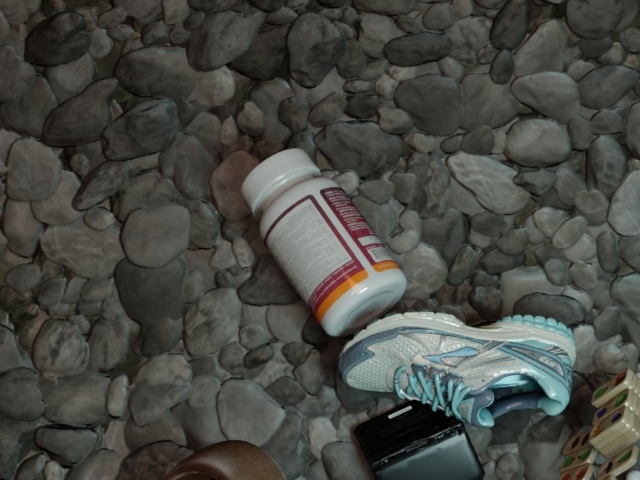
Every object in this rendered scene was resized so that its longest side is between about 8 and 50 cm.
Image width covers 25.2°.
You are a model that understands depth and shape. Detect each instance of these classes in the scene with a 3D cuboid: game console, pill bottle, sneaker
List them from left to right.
[{"bbox_3d":[0.000,0.000,1.766,0.121,0.121,0.221,-33,68,-6],"label":"pill bottle"},{"bbox_3d":[0.117,0.253,1.713,0.122,0.071,0.107,-24,38,-3],"label":"game console"},{"bbox_3d":[0.159,0.155,1.676,0.283,0.110,0.122,-4,48,6],"label":"sneaker"}]

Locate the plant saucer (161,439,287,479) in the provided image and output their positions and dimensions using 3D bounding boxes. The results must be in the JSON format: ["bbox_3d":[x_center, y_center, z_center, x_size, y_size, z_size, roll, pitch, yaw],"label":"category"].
[{"bbox_3d":[-0.137,0.369,1.575,0.310,0.050,0.310,-25,56,43],"label":"plant saucer"}]

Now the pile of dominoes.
[{"bbox_3d":[0.304,0.243,1.552,0.040,0.196,0.251,41,37,-9],"label":"pile of dominoes"}]

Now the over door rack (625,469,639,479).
[{"bbox_3d":[0.359,0.315,1.530,0.324,0.239,0.108,-38,83,-9],"label":"over door rack"}]
